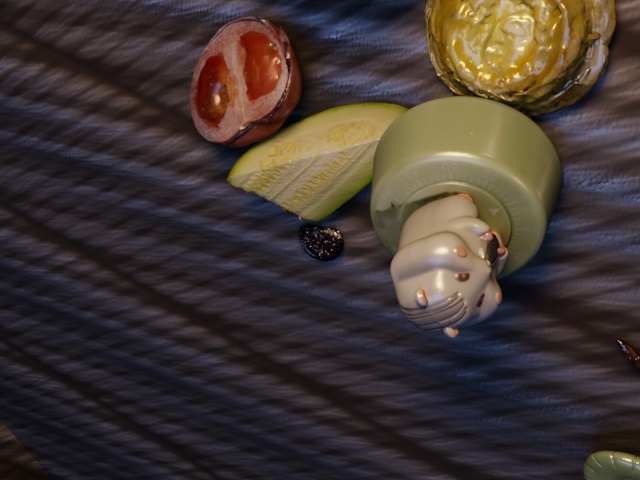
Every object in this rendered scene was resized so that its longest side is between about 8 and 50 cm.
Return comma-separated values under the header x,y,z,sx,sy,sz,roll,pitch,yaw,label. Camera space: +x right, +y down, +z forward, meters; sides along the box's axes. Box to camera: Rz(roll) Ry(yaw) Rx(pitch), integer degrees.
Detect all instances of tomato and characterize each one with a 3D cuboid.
x,y,z,sx,sy,sz,roll,pitch,yaw,label
-0.111,-0.263,1.224,0.227,0.112,0.199,-20,76,33,tomato

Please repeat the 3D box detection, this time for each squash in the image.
x,y,z,sx,sy,sz,roll,pitch,yaw,label
0.002,-0.170,1.210,0.203,0.111,0.288,25,135,-24,squash

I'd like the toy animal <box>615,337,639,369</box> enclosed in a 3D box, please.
x,y,z,sx,sy,sz,roll,pitch,yaw,label
0.583,0.167,1.095,0.243,0.087,0.260,-28,103,34,toy animal

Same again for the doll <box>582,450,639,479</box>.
x,y,z,sx,sy,sz,roll,pitch,yaw,label
0.542,0.496,1.213,0.268,0.216,0.284,24,126,23,doll

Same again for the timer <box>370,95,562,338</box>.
x,y,z,sx,sy,sz,roll,pitch,yaw,label
0.189,-0.004,1.033,0.290,0.315,0.291,10,134,10,timer

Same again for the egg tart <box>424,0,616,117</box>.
x,y,z,sx,sy,sz,roll,pitch,yaw,label
0.267,-0.293,1.018,0.278,0.095,0.279,13,122,21,egg tart

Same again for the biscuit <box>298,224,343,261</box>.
x,y,z,sx,sy,sz,roll,pitch,yaw,label
0.000,0.000,1.357,0.087,0.027,0.089,-36,95,37,biscuit
